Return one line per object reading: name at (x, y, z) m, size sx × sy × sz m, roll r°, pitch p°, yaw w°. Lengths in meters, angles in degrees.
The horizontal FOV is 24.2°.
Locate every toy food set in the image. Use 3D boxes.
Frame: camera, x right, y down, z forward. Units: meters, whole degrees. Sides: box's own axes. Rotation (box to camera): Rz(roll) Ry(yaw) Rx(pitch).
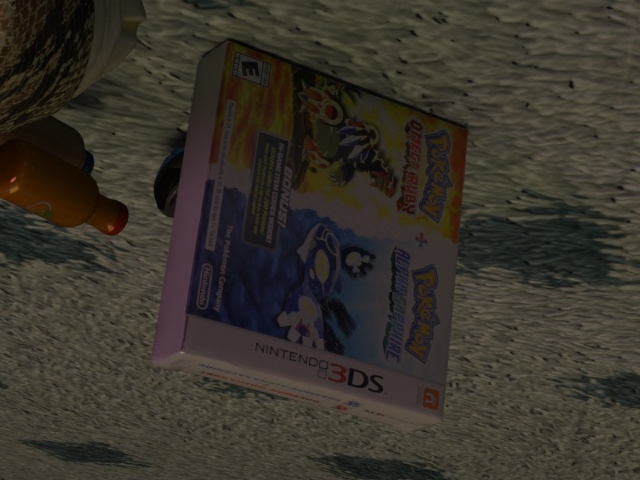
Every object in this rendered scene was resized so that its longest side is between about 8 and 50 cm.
toy food set at (-0.244, -0.048, 1.035) m, size 0.232 × 0.111 × 0.104 m, roll -9°, pitch 155°, yaw 35°

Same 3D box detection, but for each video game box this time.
video game box at (0.000, 0.000, 0.933) m, size 0.187 × 0.205 × 0.048 m, roll 18°, pitch 157°, yaw -29°

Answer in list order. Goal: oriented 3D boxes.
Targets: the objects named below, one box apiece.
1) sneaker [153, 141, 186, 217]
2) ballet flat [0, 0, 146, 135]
sneaker at (-0.040, -0.033, 1.050) m, size 0.188 × 0.078 × 0.067 m, roll -1°, pitch 159°, yaw 27°
ballet flat at (-0.207, -0.117, 0.808) m, size 0.182 × 0.164 × 0.483 m, roll -6°, pitch 178°, yaw -35°
